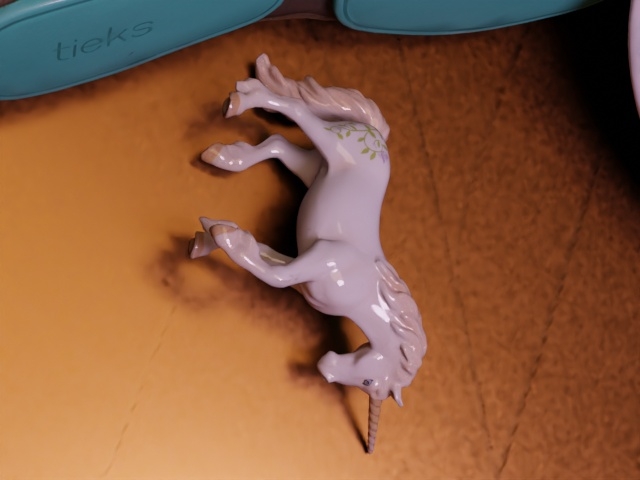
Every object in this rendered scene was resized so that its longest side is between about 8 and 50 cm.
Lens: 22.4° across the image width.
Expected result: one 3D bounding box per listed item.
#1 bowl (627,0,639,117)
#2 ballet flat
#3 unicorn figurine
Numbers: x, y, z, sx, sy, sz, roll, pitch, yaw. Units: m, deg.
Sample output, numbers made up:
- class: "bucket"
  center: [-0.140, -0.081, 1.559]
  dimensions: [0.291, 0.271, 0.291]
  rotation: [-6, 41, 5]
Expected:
- class: "bowl"
  center: [0.309, -0.116, 0.743]
  dimensions: [0.311, 0.311, 0.163]
  rotation: [46, 34, -10]
- class: "ballet flat"
  center: [-0.015, -0.148, 0.704]
  dimensions: [0.342, 0.116, 0.124]
  rotation: [-13, 67, -20]
- class: "unicorn figurine"
  center: [0.000, 0.000, 0.698]
  dimensions: [0.111, 0.060, 0.162]
  rotation: [17, 76, -19]
